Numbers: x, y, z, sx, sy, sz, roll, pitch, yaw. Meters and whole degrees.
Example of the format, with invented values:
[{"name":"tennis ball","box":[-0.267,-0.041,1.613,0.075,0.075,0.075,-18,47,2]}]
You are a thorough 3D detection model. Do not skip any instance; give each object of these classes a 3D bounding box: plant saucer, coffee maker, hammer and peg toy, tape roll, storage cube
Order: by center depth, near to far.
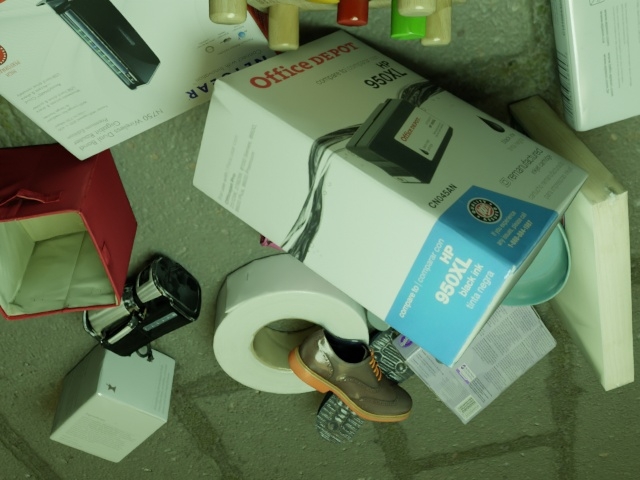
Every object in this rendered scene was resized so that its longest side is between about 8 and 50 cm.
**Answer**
[{"name":"hammer and peg toy","box":[0.027,-0.280,0.792,0.265,0.361,0.127,2,97,13]},{"name":"storage cube","box":[-0.399,-0.023,1.068,0.183,0.193,0.215,-8,130,2]},{"name":"plant saucer","box":[0.245,-0.023,1.115,0.317,0.044,0.318,30,150,19]},{"name":"coffee maker","box":[-0.301,0.124,1.271,0.178,0.120,0.171,-27,151,19]},{"name":"tape roll","box":[-0.056,0.158,1.313,0.286,0.100,0.286,-2,132,-2]}]

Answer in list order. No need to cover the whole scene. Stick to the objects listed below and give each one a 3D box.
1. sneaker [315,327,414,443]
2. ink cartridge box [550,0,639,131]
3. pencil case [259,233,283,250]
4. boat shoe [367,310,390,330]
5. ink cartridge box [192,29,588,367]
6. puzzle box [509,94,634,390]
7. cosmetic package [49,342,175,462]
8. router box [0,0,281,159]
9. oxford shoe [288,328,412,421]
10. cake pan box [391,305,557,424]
[{"name":"sneaker","box":[0.107,0.258,1.424,0.112,0.131,0.319,44,99,-2]},{"name":"ink cartridge box","box":[0.461,-0.337,0.903,0.330,0.071,0.324,-17,120,2]},{"name":"pencil case","box":[0.000,0.000,1.191,0.209,0.095,0.098,20,164,-18]},{"name":"boat shoe","box":[0.131,0.077,1.260,0.065,0.083,0.183,32,142,18]},{"name":"ink cartridge box","box":[0.085,-0.077,0.884,0.395,0.285,0.166,34,130,16]},{"name":"puzzle box","box":[0.392,0.009,1.102,0.052,0.272,0.409,-20,130,3]},{"name":"cosmetic package","box":[-0.401,0.306,1.381,0.151,0.151,0.183,32,123,-28]},{"name":"router box","box":[-0.260,-0.273,0.882,0.335,0.082,0.301,-22,145,15]},{"name":"oxford shoe","box":[0.077,0.244,1.273,0.271,0.097,0.098,30,117,-27]},{"name":"cake pan box","box":[0.299,0.198,1.343,0.245,0.070,0.267,-41,125,3]}]
